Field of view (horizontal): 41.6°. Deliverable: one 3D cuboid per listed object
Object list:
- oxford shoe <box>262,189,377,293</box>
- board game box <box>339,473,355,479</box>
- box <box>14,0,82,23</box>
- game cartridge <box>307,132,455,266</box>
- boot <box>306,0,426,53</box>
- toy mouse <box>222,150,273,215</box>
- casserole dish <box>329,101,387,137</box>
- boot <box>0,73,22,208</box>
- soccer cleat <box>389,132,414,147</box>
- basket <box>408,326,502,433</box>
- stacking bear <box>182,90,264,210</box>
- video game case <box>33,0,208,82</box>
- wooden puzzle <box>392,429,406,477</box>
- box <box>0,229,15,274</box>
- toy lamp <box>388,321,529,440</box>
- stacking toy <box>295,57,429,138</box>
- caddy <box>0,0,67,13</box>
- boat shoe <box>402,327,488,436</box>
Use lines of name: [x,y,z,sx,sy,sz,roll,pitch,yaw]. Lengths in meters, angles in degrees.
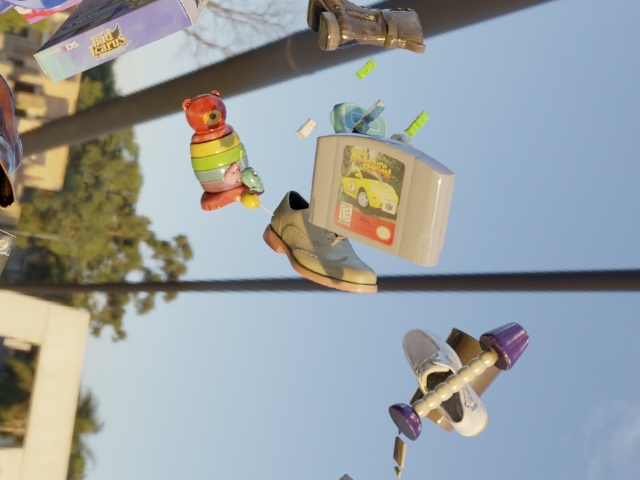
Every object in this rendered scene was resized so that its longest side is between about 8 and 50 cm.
oxford shoe: [0.000,0.000,1.926,0.397,0.140,0.147,33,-71,45]
board game box: [0.076,0.440,1.402,0.090,0.020,0.090,57,-16,-14]
box: [-0.607,-0.631,1.966,0.201,0.293,0.057,54,15,-72]
game cartridge: [0.101,-0.088,1.523,0.294,0.060,0.196,21,-70,36]
boot: [0.097,-0.480,1.814,0.091,0.228,0.263,103,-22,-47]
toy mouse: [-0.179,-0.136,1.903,0.161,0.031,0.143,29,-40,35]
casserole dish: [0.112,-0.315,2.279,0.037,0.188,0.114,-32,-128,51]
boot: [-0.727,-0.238,1.846,0.280,0.096,0.264,-119,-155,-60]
soccer cleat: [0.253,-0.280,2.564,0.068,0.076,0.196,-39,-140,12]
basket: [0.339,0.357,2.124,0.227,0.154,0.204,-55,-163,-5]
stacking bear: [-0.280,-0.249,2.252,0.164,0.175,0.289,-142,-145,-67]
video game case: [-0.306,-0.378,1.387,0.244,0.269,0.061,-78,146,-53]
wooden puzzle: [0.212,0.562,2.236,0.078,0.014,0.116,-142,-121,-75]
box: [-0.779,0.051,1.858,0.147,0.077,0.180,10,-104,31]
toy lamp: [0.244,0.234,1.440,0.080,0.274,0.080,47,-19,22]
stacking toy: [0.081,-0.223,1.641,0.221,0.167,0.052,-46,-167,-5]
caddy: [-0.589,-0.601,1.610,0.179,0.241,0.342,-8,-76,56]
boat shoe: [0.245,0.278,1.750,0.098,0.096,0.277,-44,-131,10]
